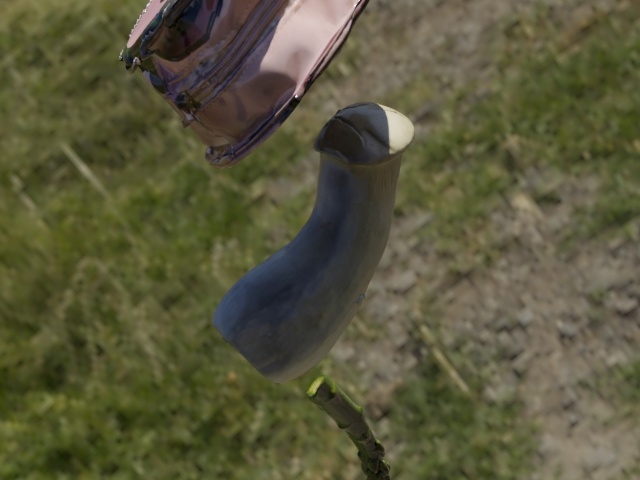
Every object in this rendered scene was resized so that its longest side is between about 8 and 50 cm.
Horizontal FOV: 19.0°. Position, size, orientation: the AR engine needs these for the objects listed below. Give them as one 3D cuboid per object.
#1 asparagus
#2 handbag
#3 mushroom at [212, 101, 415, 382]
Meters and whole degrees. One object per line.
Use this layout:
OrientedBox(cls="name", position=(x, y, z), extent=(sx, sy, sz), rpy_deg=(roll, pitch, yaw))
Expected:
OrientedBox(cls="asparagus", position=(0.028, 0.162, 1.612), extent=(0.027, 0.236, 0.034), rpy_deg=(28, 73, 29))
OrientedBox(cls="handbag", position=(-0.049, -0.162, 1.326), extent=(0.205, 0.116, 0.179), rpy_deg=(-56, 15, -16))
OrientedBox(cls="mushroom", position=(0.004, 0.001, 1.412), extent=(0.223, 0.092, 0.081), rpy_deg=(-60, -2, 20))
